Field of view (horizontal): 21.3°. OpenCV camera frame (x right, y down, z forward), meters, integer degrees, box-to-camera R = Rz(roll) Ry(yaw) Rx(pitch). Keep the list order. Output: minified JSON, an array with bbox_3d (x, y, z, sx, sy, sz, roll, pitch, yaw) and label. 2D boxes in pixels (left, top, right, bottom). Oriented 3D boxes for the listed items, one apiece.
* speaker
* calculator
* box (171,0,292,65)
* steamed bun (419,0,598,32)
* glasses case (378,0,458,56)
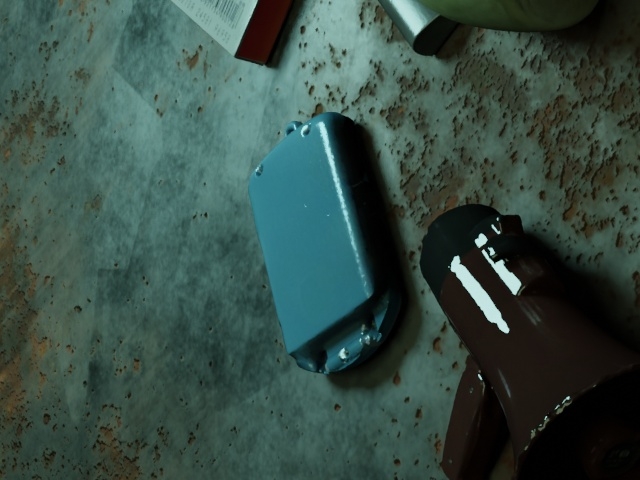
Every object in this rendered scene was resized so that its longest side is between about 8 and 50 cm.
[{"bbox_3d":[0.204,0.132,1.528,0.329,0.198,0.259,-125,13,-56],"label":"speaker"},{"bbox_3d":[0.000,0.000,1.818,0.173,0.051,0.293,-38,57,42],"label":"calculator"},{"bbox_3d":[-0.115,-0.309,1.997,0.229,0.050,0.123,44,116,44],"label":"box"},{"bbox_3d":[0.138,-0.294,1.542,0.200,0.155,0.250,14,141,47],"label":"steamed bun"},{"bbox_3d":[0.082,-0.277,1.767,0.072,0.042,0.190,-50,50,24],"label":"glasses case"}]
